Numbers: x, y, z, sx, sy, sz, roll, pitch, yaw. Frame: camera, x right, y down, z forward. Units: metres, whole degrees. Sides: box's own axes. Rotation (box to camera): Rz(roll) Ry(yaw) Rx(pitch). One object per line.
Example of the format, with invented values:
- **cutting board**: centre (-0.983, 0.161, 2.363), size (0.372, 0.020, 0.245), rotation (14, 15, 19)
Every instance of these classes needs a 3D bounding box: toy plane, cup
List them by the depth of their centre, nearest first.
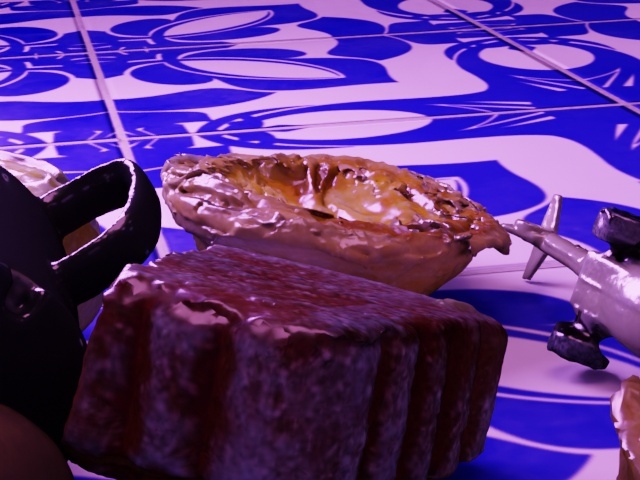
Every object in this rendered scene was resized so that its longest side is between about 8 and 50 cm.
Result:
- **cup**: centre (-0.176, 0.033, 0.838), size (0.223, 0.169, 0.176), rotation (-31, 25, -5)
- **toy plane**: centre (0.178, 0.026, 1.023), size (0.108, 0.092, 0.286), rotation (15, 9, -26)

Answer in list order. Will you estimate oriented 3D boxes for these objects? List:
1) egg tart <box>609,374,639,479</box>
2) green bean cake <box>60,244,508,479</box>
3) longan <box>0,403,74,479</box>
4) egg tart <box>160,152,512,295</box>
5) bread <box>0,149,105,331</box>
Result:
- **egg tart**: centre (0.267, 0.086, 0.756), size (0.290, 0.107, 0.291), rotation (-1, 17, 0)
- **green bean cake**: centre (-0.032, 0.063, 0.812), size (0.198, 0.097, 0.232), rotation (12, 5, 22)
- **longan**: centre (-0.156, 0.117, 0.729), size (0.106, 0.106, 0.119), rotation (-4, -26, -8)
- **egg tart**: centre (0.000, 0.000, 1.114), size (0.252, 0.098, 0.232), rotation (18, 19, 41)
- **bread**: centre (-0.250, 0.023, 1.010), size (0.257, 0.124, 0.186), rotation (-5, 21, -15)
